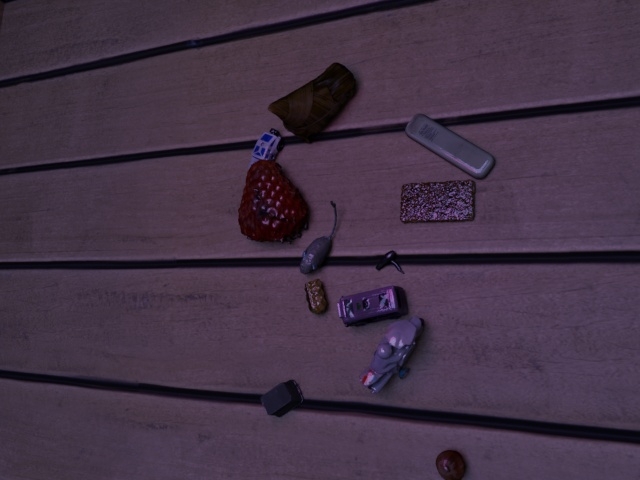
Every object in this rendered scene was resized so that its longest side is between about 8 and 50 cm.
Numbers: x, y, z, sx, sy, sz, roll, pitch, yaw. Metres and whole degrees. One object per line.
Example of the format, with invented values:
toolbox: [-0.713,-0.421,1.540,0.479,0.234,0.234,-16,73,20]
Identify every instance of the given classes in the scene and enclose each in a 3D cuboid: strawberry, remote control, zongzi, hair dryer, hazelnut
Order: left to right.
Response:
strawberry: [-0.168,-0.120,2.040,0.253,0.150,0.280,15,98,25]
zongzi: [-0.031,-0.471,1.992,0.134,0.288,0.286,45,100,21]
hair dryer: [0.218,0.081,1.900,0.083,0.031,0.079,48,112,18]
remote control: [0.390,-0.293,1.888,0.309,0.038,0.090,37,95,27]
hazelnut: [0.354,0.614,1.681,0.086,0.086,0.086,-6,76,25]

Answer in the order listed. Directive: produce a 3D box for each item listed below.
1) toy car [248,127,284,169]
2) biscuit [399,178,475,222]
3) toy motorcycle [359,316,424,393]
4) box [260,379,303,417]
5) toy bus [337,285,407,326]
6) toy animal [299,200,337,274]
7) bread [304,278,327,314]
toy car: [-0.192,-0.309,2.160,0.080,0.070,0.170,25,91,29]
biscuit: [0.353,-0.118,1.876,0.231,0.025,0.131,-3,78,26]
toy motorcycle: [0.201,0.321,1.772,0.110,0.171,0.260,40,95,29]
box: [-0.125,0.498,1.949,0.122,0.069,0.084,-38,64,14]
toy bus: [0.152,0.198,1.856,0.199,0.108,0.096,-16,72,22]
toy animal: [0.008,0.000,1.988,0.070,0.079,0.253,29,94,7]
bread: [-0.015,0.183,1.971,0.066,0.060,0.110,-26,71,33]
